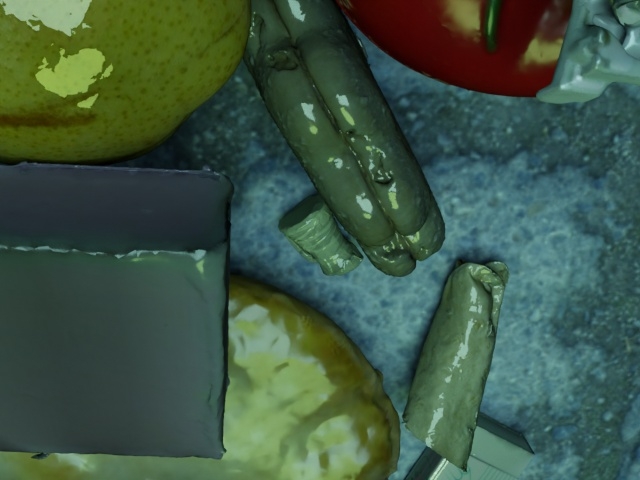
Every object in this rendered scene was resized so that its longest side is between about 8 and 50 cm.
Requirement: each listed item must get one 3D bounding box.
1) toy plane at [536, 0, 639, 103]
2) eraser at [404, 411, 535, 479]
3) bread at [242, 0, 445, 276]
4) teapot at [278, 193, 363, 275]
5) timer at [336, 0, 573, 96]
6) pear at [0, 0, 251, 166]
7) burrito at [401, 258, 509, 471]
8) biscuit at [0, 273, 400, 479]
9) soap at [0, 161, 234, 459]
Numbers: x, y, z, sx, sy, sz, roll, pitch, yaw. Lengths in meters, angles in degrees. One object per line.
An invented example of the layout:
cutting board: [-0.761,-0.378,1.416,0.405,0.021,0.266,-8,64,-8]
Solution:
toy plane: [0.174,-0.220,0.666,0.267,0.122,0.266,0,87,-11]
eraser: [0.138,0.301,1.172,0.096,0.052,0.225,29,103,-16]
bread: [0.020,-0.099,0.948,0.102,0.183,0.337,-27,113,9]
teapot: [0.000,0.000,1.053,0.067,0.057,0.083,-20,120,40]
timer: [0.167,-0.307,0.847,0.378,0.279,0.378,-2,107,-6]
pear: [-0.216,-0.202,0.832,0.314,0.314,0.314,-2,109,-7]
burrito: [0.144,0.126,1.093,0.087,0.060,0.226,15,91,-17]
biscuit: [-0.141,0.226,1.085,0.446,0.104,0.429,-25,111,5]
soap: [-0.219,0.066,0.856,0.296,0.107,0.285,3,137,-5]
